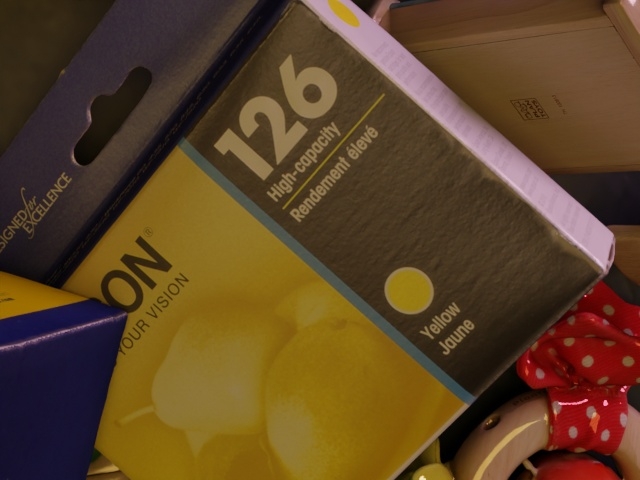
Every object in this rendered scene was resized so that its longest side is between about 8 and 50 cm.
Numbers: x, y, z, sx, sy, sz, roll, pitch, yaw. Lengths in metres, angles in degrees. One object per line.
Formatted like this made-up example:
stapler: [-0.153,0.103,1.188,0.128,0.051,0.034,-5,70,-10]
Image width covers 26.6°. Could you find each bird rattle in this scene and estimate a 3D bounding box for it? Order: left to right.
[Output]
bird rattle: [0.152,0.155,0.923,0.253,0.143,0.207,-45,114,-11]

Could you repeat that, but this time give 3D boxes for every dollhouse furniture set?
dollhouse furniture set: [0.216,-0.166,0.879,0.286,0.198,0.303,48,60,-33]

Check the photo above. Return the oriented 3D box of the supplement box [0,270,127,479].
supplement box: [-0.319,0.090,0.734,0.356,0.195,0.194,15,96,12]

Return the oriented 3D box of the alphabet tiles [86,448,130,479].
alphabet tiles: [-0.253,0.222,0.841,0.285,0.011,0.342,-8,75,-3]

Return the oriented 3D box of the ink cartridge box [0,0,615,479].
ink cartridge box: [-0.046,0.010,0.786,0.307,0.072,0.303,40,114,-2]
